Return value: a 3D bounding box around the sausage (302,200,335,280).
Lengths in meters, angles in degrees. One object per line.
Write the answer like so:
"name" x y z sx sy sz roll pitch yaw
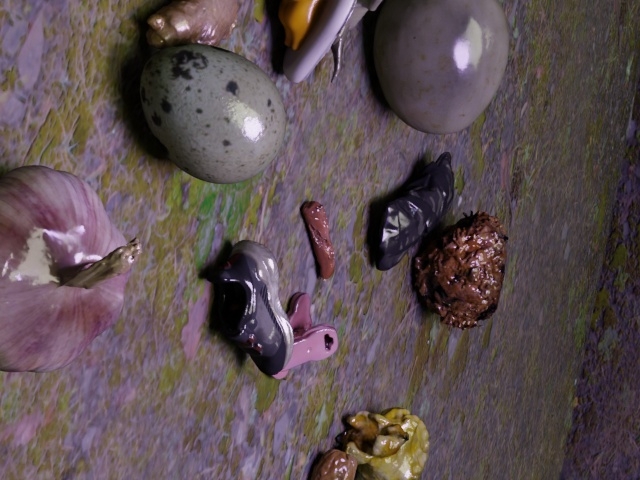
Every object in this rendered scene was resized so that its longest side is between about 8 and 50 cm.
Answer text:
"sausage" 0.000 0.000 1.824 0.036 0.042 0.157 -119 -165 -58

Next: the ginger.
"ginger" -0.164 -0.327 1.445 0.137 0.074 0.213 46 53 -42

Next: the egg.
"egg" -0.149 -0.175 1.404 0.228 0.177 0.177 36 65 -41

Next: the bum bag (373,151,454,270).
"bum bag" 0.200 -0.067 2.089 0.340 0.095 0.144 -41 144 -47

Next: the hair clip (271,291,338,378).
"hair clip" -0.050 0.171 1.781 0.138 0.102 0.123 -24 120 -19

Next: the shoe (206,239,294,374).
"shoe" -0.116 0.115 1.606 0.112 0.099 0.227 -28 116 -46

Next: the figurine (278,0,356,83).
"figurine" -0.039 -0.383 1.614 0.141 0.166 0.249 23 99 -25

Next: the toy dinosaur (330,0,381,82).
"toy dinosaur" 0.054 -0.418 1.726 0.077 0.162 0.294 22 80 -15

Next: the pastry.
"pastry" 0.297 0.056 2.211 0.275 0.193 0.274 6 90 -85

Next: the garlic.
"garlic" -0.287 0.030 1.149 0.245 0.253 0.245 4 86 -54

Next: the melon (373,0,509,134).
"melon" 0.221 -0.352 1.912 0.272 0.272 0.307 2 106 -59

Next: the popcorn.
"popcorn" 0.134 0.395 2.015 0.168 0.174 0.195 -53 135 -20

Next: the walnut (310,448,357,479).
"walnut" 0.024 0.435 1.913 0.079 0.082 0.096 30 84 -30
